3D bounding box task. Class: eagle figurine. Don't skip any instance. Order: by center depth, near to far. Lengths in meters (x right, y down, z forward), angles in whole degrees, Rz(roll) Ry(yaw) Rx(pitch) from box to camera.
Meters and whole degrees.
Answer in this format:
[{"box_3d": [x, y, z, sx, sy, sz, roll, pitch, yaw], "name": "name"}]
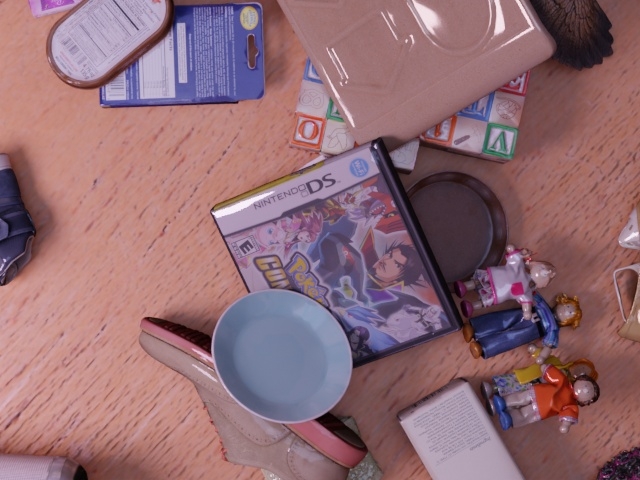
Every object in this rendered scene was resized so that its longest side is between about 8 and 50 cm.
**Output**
[{"box_3d": [0.316, -0.397, 1.917, 0.298, 0.226, 0.225, 38, 68, 4], "name": "eagle figurine"}]

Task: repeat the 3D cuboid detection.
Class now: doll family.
[{"box_3d": [0.285, 0.141, 1.949, 0.163, 0.118, 0.263, -15, 73, -7], "name": "doll family"}]

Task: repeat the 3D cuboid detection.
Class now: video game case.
[{"box_3d": [0.021, 0.034, 1.910, 0.248, 0.035, 0.275, -21, 101, 17], "name": "video game case"}]

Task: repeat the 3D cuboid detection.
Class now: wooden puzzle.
[{"box_3d": [0.097, -0.317, 1.803, 0.322, 0.080, 0.348, -29, 95, 42], "name": "wooden puzzle"}]

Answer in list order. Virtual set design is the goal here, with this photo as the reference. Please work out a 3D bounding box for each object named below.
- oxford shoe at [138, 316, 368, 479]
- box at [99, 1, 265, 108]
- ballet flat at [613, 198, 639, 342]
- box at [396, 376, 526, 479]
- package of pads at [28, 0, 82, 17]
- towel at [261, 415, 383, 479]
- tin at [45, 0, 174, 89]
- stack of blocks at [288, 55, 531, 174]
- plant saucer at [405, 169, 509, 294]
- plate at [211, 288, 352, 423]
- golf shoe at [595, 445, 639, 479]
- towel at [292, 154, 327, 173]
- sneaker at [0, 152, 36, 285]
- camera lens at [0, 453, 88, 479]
[{"box_3d": [-0.113, 0.228, 1.914, 0.348, 0.123, 0.130, 34, 97, 11], "name": "oxford shoe"}, {"box_3d": [-0.188, -0.251, 1.969, 0.225, 0.036, 0.137, -2, 89, 1], "name": "box"}, {"box_3d": [0.435, 0.025, 1.967, 0.073, 0.080, 0.232, 1, 88, 13], "name": "ballet flat"}, {"box_3d": [0.216, 0.327, 1.944, 0.113, 0.094, 0.275, -29, 90, -2], "name": "box"}, {"box_3d": [-0.355, -0.335, 1.968, 0.083, 0.032, 0.050, -14, 88, -2], "name": "package of pads"}, {"box_3d": [0.001, 0.315, 1.971, 0.148, 0.027, 0.110, -29, 91, -2], "name": "towel"}, {"box_3d": [-0.280, -0.281, 1.935, 0.189, 0.040, 0.106, -40, 93, -1], "name": "tin"}, {"box_3d": [0.118, -0.178, 1.952, 0.297, 0.087, 0.171, 12, 89, -2], "name": "stack of blocks"}, {"box_3d": [0.172, -0.011, 1.968, 0.168, 0.029, 0.169, -1, 93, -14], "name": "plant saucer"}, {"box_3d": [-0.051, 0.151, 1.867, 0.188, 0.024, 0.188, 9, 60, -15], "name": "plate"}, {"box_3d": [0.404, 0.353, 1.972, 0.186, 0.067, 0.086, -38, 122, -7], "name": "golf shoe"}, {"box_3d": [0.000, 0.000, 1.949, 0.144, 0.029, 0.197, -34, 101, 7], "name": "towel"}, {"box_3d": [-0.491, 0.001, 1.931, 0.226, 0.086, 0.163, -24, 87, -3], "name": "sneaker"}, {"box_3d": [-0.434, 0.382, 1.860, 0.274, 0.219, 0.219, 3, 89, -1], "name": "camera lens"}]
